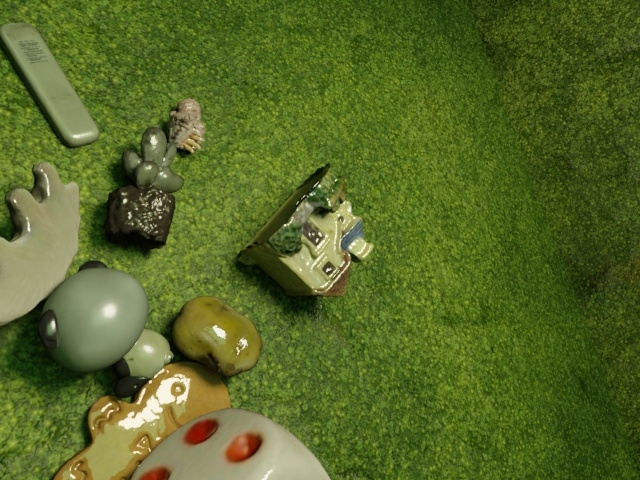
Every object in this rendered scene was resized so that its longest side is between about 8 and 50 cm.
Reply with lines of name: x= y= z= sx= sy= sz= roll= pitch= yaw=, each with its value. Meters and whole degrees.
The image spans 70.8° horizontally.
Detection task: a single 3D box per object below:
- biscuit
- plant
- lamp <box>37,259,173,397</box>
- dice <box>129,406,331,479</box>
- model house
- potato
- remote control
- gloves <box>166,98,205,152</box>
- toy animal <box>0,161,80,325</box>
biscuit: x=-0.326 y=0.400 z=0.893 sx=0.355 sy=0.052 sz=0.275 roll=-39 pitch=96 yaw=-39
plant: x=-0.384 y=-0.118 z=1.006 sx=0.149 sy=0.146 sz=0.275 roll=17 pitch=61 yaw=-27
lamp: x=-0.396 y=0.166 z=0.847 sx=0.244 sy=0.197 sz=0.198 roll=58 pitch=45 yaw=-32
dice: x=-0.148 y=0.502 z=0.777 sx=0.277 sy=0.304 sz=0.304 roll=-39 pitch=113 yaw=-40
model house: x=0.000 y=0.000 z=1.153 sx=0.266 sy=0.261 sz=0.321 roll=46 pitch=66 yaw=-15
potato: x=-0.224 y=0.209 z=0.985 sx=0.200 sy=0.154 sz=0.137 roll=35 pitch=75 yaw=-11
remote control: x=-0.607 y=-0.352 z=1.011 sx=0.090 sy=0.038 sz=0.310 roll=-34 pitch=93 yaw=-42
gloves: x=-0.342 y=-0.293 z=1.147 sx=0.094 sy=0.110 sz=0.144 roll=13 pitch=35 yaw=-24
toy animal: x=-0.581 y=0.009 z=0.812 sx=0.266 sy=0.188 sz=0.308 roll=20 pitch=60 yaw=-62
